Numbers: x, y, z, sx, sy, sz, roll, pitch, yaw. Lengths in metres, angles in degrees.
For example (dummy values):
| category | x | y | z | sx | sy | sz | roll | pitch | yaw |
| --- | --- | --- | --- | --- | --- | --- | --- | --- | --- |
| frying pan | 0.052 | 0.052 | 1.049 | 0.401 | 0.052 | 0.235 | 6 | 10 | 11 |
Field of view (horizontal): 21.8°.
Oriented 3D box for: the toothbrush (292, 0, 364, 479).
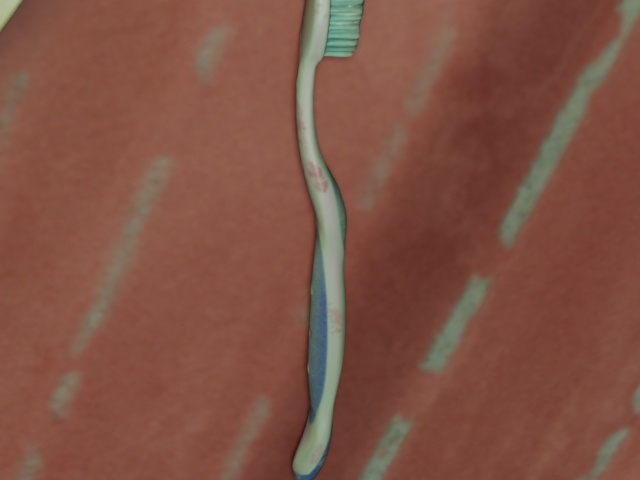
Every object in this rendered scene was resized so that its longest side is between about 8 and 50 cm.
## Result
| category | x | y | z | sx | sy | sz | roll | pitch | yaw |
| --- | --- | --- | --- | --- | --- | --- | --- | --- | --- |
| toothbrush | 0.000 | 0.000 | 0.726 | 0.027 | 0.021 | 0.269 | 0 | 123 | -4 |

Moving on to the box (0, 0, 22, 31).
| category | x | y | z | sx | sy | sz | roll | pitch | yaw |
| --- | --- | --- | --- | --- | --- | --- | --- | --- | --- |
| box | -0.211 | -0.090 | 0.589 | 0.168 | 0.095 | 0.212 | 30 | 113 | -28 |
